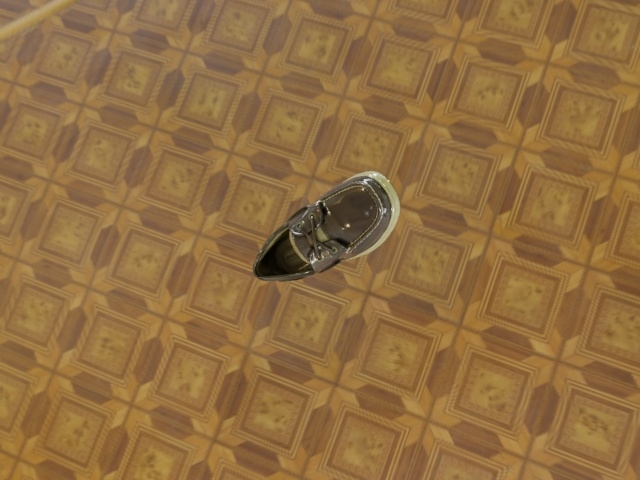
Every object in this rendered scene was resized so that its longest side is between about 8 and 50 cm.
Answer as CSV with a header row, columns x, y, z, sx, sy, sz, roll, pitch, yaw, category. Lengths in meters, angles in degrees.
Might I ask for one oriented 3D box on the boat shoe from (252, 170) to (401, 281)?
x,y,z,sx,sy,sz,roll,pitch,yaw,category
0.000,0.000,0.476,0.049,0.152,0.056,-28,83,-40,boat shoe
